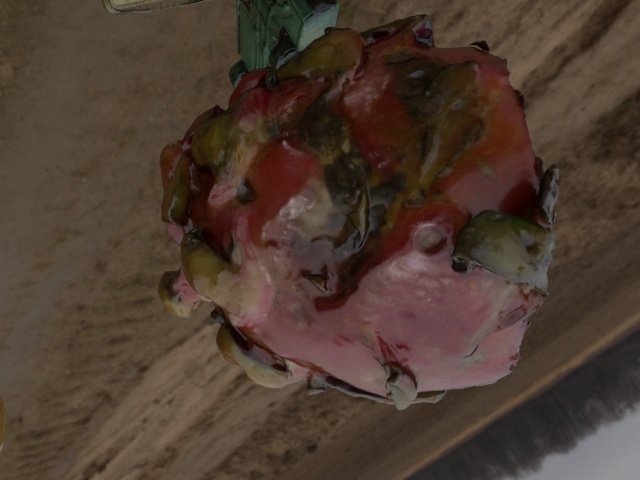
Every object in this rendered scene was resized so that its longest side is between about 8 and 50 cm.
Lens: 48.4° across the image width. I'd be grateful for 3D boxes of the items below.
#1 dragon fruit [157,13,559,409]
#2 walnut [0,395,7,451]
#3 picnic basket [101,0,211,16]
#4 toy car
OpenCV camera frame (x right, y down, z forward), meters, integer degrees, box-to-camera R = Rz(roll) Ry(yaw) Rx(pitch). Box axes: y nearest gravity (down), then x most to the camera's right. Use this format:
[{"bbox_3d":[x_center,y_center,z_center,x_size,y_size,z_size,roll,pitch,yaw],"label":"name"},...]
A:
[{"bbox_3d":[0.000,0.000,0.572,0.263,0.296,0.314,-7,147,-7],"label":"dragon fruit"},{"bbox_3d":[-0.449,0.228,0.818,0.159,0.159,0.207,-39,-161,16],"label":"walnut"},{"bbox_3d":[-0.223,-0.375,0.968,0.164,0.115,0.079,-13,-170,-11],"label":"picnic basket"},{"bbox_3d":[-0.038,-0.211,0.811,0.097,0.141,0.321,-26,166,-14],"label":"toy car"}]
